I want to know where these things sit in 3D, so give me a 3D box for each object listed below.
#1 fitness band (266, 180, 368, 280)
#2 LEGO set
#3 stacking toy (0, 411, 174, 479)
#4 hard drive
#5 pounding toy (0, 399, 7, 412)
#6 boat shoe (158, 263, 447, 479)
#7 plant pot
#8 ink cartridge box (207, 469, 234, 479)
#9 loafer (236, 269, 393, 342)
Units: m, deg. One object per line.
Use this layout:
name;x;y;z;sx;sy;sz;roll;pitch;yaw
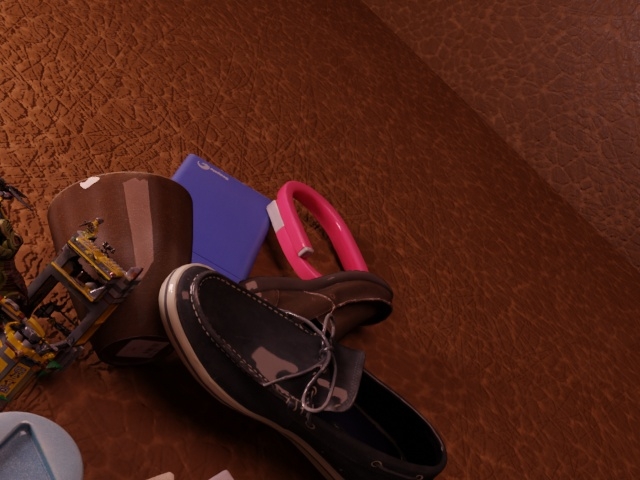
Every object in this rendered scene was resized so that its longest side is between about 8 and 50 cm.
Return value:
fitness band;0.000;0.000;1.551;0.209;0.054;0.291;21;36;-44
LEGO set;-0.372;0.017;0.934;0.331;0.192;0.255;42;1;13
stacking toy;-0.231;0.304;0.749;0.279;0.130;0.309;10;39;-31
hard drive;-0.206;-0.032;1.441;0.210;0.040;0.319;31;31;-8
pounding toy;-0.429;0.144;0.859;0.154;0.155;0.270;1;42;-43
boat shoe;-0.013;0.198;1.100;0.500;0.156;0.187;44;34;-13
plant pot;-0.276;0.055;1.120;0.215;0.215;0.231;9;55;-38
ink cartridge box;-0.164;0.402;0.863;0.186;0.065;0.311;47;30;19
loafer;-0.009;0.141;1.338;0.365;0.134;0.130;-1;57;-39
